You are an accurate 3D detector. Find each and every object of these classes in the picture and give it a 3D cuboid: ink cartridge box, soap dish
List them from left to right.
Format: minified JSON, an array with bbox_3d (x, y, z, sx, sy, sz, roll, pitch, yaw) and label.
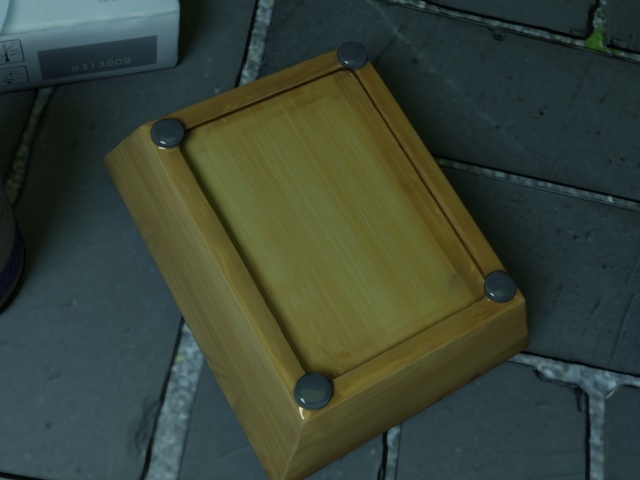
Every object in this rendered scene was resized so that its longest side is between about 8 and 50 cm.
[{"bbox_3d":[-0.314,-0.304,0.716,0.308,0.091,0.385,-13,72,-16],"label":"ink cartridge box"},{"bbox_3d":[0.000,0.000,0.632,0.229,0.118,0.291,-25,73,-19],"label":"soap dish"}]

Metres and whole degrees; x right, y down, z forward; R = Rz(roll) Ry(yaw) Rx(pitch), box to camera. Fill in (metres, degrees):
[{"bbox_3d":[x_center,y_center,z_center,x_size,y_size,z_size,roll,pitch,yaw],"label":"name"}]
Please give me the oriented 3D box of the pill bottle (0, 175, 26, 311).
[{"bbox_3d":[-0.265,-0.022,0.534,0.122,0.219,0.123,4,67,-9],"label":"pill bottle"}]
